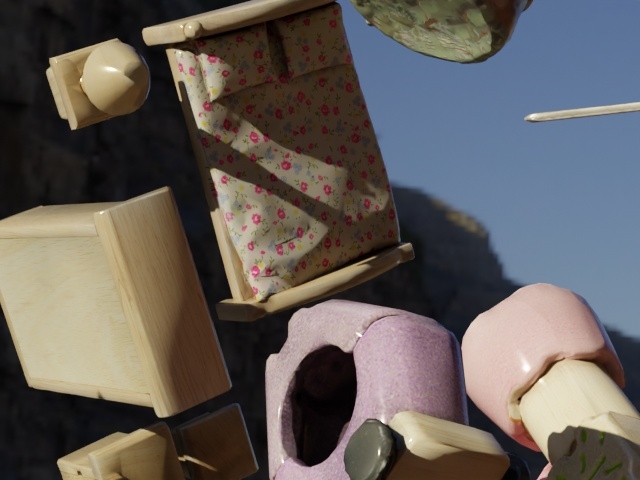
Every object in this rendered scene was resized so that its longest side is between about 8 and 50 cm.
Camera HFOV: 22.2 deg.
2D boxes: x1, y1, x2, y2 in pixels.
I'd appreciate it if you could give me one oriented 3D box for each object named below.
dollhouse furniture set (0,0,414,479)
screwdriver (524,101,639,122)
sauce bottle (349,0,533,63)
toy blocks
[{"bbox_3d":[0.000,0.000,1.002,0.355,0.303,0.174,-22,12,-31],"label":"dollhouse furniture set"},{"bbox_3d":[0.174,-0.059,0.721,0.170,0.025,0.024,-10,8,20],"label":"screwdriver"},{"bbox_3d":[0.124,-0.268,0.924,0.111,0.344,0.111,23,-18,8],"label":"sauce bottle"},{"bbox_3d":[0.035,0.139,0.705,0.309,0.288,0.260,19,23,-33],"label":"toy blocks"}]
